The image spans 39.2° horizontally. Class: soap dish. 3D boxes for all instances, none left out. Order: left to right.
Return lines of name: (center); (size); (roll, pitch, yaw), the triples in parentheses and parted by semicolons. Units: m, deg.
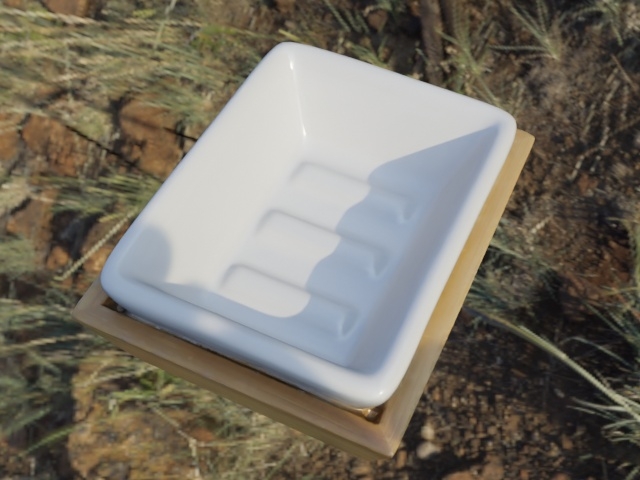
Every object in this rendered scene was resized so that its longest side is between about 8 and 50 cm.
soap dish: (0.000, 0.000, 0.650); (0.228, 0.118, 0.291); (21, 55, 14)
